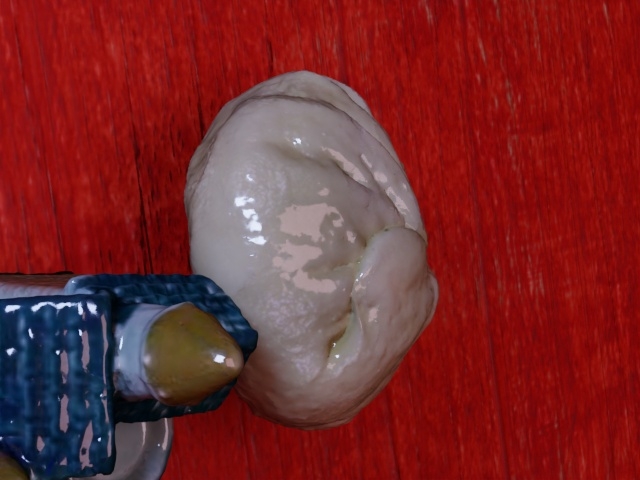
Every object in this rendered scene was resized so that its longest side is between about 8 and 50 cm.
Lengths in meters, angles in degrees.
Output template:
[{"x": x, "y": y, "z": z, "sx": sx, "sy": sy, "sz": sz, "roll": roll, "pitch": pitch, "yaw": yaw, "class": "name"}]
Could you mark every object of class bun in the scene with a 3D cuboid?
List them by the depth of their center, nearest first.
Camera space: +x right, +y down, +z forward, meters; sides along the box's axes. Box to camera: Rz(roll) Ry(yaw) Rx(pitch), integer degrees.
[{"x": 0.000, "y": 0.000, "z": 1.218, "sx": 0.259, "sy": 0.160, "sz": 0.259, "roll": -14, "pitch": 90, "yaw": -74, "class": "bun"}]

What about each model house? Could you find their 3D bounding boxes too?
[{"x": -0.151, "y": 0.102, "z": 1.047, "sx": 0.253, "sy": 0.291, "sz": 0.184, "roll": 1, "pitch": 84, "yaw": -42, "class": "model house"}]
